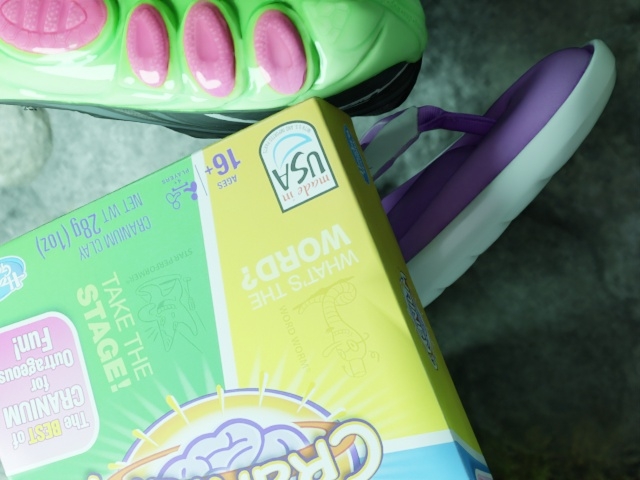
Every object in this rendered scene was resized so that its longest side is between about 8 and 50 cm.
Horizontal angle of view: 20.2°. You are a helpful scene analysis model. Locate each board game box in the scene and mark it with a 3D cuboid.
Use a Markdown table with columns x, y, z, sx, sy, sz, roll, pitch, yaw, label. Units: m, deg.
| x | y | z | sx | sy | sz | roll | pitch | yaw | label |
| --- | --- | --- | --- | --- | --- | --- | --- | --- | --- |
| -0.042 | 0.117 | 0.959 | 0.242 | 0.064 | 0.317 | -25 | 77 | 12 | board game box |

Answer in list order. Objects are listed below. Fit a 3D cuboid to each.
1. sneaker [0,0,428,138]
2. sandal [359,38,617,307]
| x | y | z | sx | sy | sz | roll | pitch | yaw | label |
| --- | --- | --- | --- | --- | --- | --- | --- | --- | --- |
| -0.156 | -0.139 | 1.105 | 0.482 | 0.202 | 0.185 | 15 | 83 | 26 | sneaker |
| -0.002 | 0.006 | 1.081 | 0.416 | 0.169 | 0.102 | -40 | 104 | 22 | sandal |
